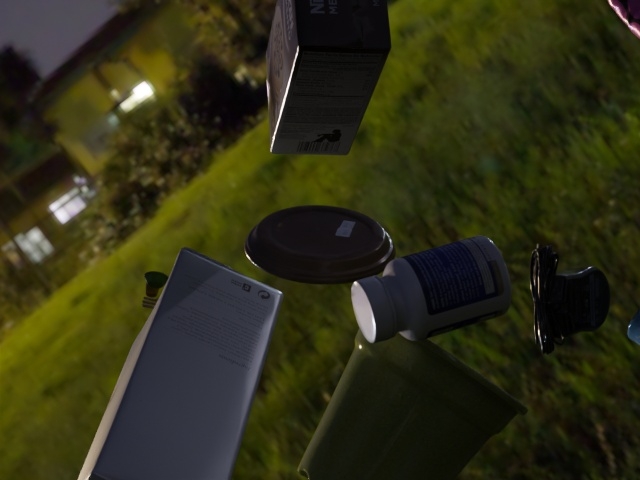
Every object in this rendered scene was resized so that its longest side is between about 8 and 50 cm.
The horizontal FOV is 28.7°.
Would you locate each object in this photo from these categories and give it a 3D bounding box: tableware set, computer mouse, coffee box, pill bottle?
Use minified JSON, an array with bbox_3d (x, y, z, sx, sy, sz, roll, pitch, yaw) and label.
[{"bbox_3d":[-0.190,0.080,1.869,0.104,0.154,0.024,112,167,-57],"label":"tableware set"},{"bbox_3d":[0.431,0.101,2.228,0.072,0.188,0.272,-1,-2,36],"label":"computer mouse"},{"bbox_3d":[0.002,-0.251,1.650,0.119,0.168,0.297,0,-22,-9],"label":"coffee box"},{"bbox_3d":[0.141,0.068,1.622,0.187,0.112,0.112,-15,0,-15],"label":"pill bottle"}]

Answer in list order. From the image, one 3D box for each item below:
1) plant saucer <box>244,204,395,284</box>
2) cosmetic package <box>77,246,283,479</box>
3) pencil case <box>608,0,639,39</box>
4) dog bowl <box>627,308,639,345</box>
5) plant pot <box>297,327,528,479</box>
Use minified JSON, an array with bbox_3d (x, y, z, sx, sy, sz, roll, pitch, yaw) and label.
[{"bbox_3d":[0.000,0.000,2.286,0.278,0.041,0.278,2,25,-1],"label":"plant saucer"},{"bbox_3d":[-0.183,0.222,1.526,0.217,0.156,0.385,-59,9,37],"label":"cosmetic package"},{"bbox_3d":[0.469,-0.350,1.784,0.095,0.209,0.098,-16,-35,-26],"label":"pencil case"},{"bbox_3d":[0.681,0.150,2.249,0.297,0.074,0.166,4,-50,-42],"label":"dog bowl"},{"bbox_3d":[0.107,0.267,1.761,0.254,0.276,0.276,-56,7,-3],"label":"plant pot"}]
